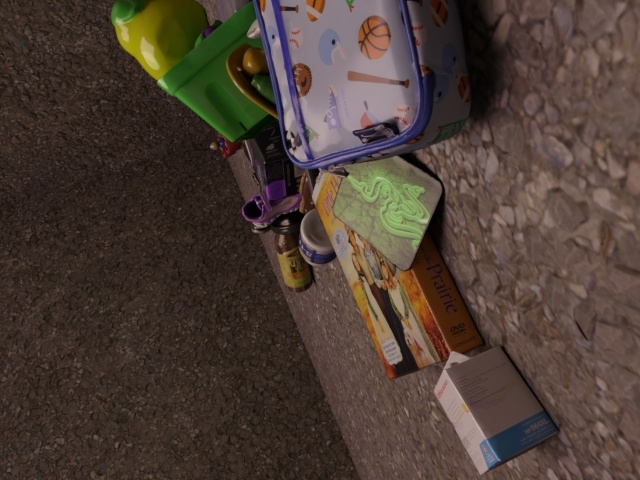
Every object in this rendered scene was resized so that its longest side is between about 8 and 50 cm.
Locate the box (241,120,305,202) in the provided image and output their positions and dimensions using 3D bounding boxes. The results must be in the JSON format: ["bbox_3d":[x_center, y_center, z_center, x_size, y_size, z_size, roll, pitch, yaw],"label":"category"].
[{"bbox_3d":[-0.121,-0.262,1.326,0.165,0.143,0.271,92,156,-56],"label":"box"}]

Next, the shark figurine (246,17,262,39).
[{"bbox_3d":[0.030,-0.316,0.757,0.278,0.166,0.116,38,176,37],"label":"shark figurine"}]

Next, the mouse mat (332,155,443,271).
[{"bbox_3d":[0.093,-0.062,0.768,0.189,0.007,0.153,40,126,37],"label":"mouse mat"}]

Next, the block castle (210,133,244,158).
[{"bbox_3d":[-0.384,-0.549,1.895,0.303,0.212,0.454,-158,50,-74],"label":"block castle"}]

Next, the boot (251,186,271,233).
[{"bbox_3d":[-0.194,-0.154,1.781,0.236,0.085,0.179,-66,-22,-47],"label":"boot"}]

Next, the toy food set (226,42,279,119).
[{"bbox_3d":[-0.043,-0.249,0.814,0.071,0.217,0.128,-41,32,33],"label":"toy food set"}]

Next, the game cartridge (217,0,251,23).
[{"bbox_3d":[-0.253,-0.666,1.494,0.230,0.068,0.355,62,166,19],"label":"game cartridge"}]

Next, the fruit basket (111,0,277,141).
[{"bbox_3d":[-0.221,-0.387,1.027,0.392,0.282,0.392,53,-173,-10],"label":"fruit basket"}]

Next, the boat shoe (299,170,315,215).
[{"bbox_3d":[-0.009,-0.118,1.266,0.073,0.073,0.207,28,160,11],"label":"boat shoe"}]

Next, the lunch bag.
[{"bbox_3d":[0.029,-0.225,0.559,0.243,0.114,0.304,-4,98,46],"label":"lunch bag"}]

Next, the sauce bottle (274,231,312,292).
[{"bbox_3d":[-0.107,0.035,1.823,0.111,0.111,0.345,-125,18,-52],"label":"sauce bottle"}]

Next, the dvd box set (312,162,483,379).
[{"bbox_3d":[0.108,0.028,0.906,0.308,0.062,0.421,118,132,-67],"label":"dvd box set"}]

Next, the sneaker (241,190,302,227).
[{"bbox_3d":[-0.129,-0.116,1.412,0.104,0.236,0.095,6,-125,-61],"label":"sneaker"}]

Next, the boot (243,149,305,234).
[{"bbox_3d":[-0.137,-0.180,1.563,0.348,0.131,0.260,-132,25,-62],"label":"boot"}]

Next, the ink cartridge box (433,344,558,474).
[{"bbox_3d":[0.223,0.218,0.674,0.092,0.089,0.143,89,158,-56],"label":"ink cartridge box"}]

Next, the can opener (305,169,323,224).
[{"bbox_3d":[0.005,-0.180,1.133,0.095,0.075,0.284,-63,-38,-60],"label":"can opener"}]

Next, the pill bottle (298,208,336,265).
[{"bbox_3d":[0.000,0.000,1.284,0.187,0.111,0.112,103,145,-69],"label":"pill bottle"}]
